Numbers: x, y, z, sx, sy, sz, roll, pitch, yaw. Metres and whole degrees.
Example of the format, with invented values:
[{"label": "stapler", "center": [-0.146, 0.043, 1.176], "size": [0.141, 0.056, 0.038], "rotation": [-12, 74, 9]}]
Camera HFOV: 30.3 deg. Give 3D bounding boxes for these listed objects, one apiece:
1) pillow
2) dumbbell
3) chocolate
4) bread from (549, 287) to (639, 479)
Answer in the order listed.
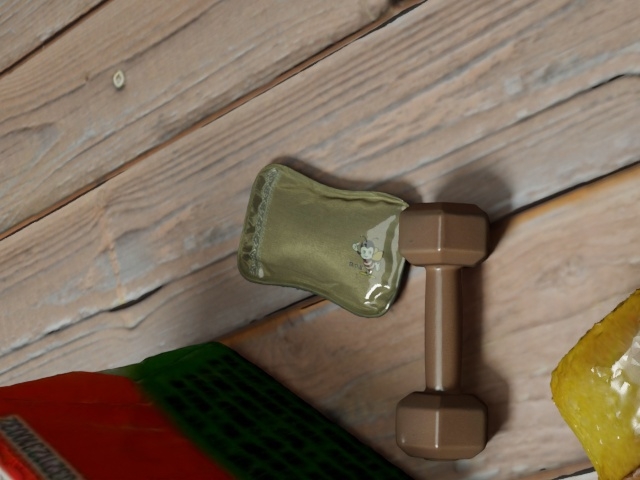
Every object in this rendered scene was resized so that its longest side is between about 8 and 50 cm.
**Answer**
[{"label": "pillow", "center": [0.000, 0.000, 1.197], "size": [0.217, 0.033, 0.130], "rotation": [18, 96, 39]}, {"label": "dumbbell", "center": [0.111, 0.082, 1.068], "size": [0.082, 0.092, 0.231], "rotation": [0, 84, 11]}, {"label": "chocolate", "center": [-0.109, 0.254, 1.073], "size": [0.360, 0.341, 0.161], "rotation": [30, 114, 36]}, {"label": "bread", "center": [0.281, 0.098, 0.889], "size": [0.260, 0.147, 0.160], "rotation": [-41, 65, 29]}]
